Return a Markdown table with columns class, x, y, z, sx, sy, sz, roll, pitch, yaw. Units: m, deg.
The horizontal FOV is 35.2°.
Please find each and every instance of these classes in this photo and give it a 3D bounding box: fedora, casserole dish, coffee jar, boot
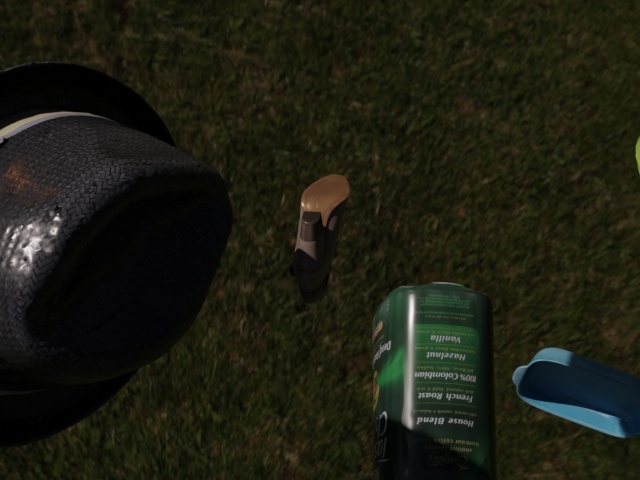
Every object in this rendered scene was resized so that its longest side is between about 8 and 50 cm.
| class | x | y | z | sx | sy | sz | roll | pitch | yaw |
| --- | --- | --- | --- | --- | --- | --- | --- | --- | --- |
| fedora | -0.180 | 0.013 | 0.794 | 0.152 | 0.334 | 0.334 | 5 | 59 | 38 |
| casserole dish | 0.342 | 0.191 | 1.290 | 0.188 | 0.114 | 0.037 | 19 | 51 | 8 |
| coffee jar | 0.074 | 0.128 | 0.669 | 0.079 | 0.096 | 0.184 | 5 | 65 | -8 |
| boot | 0.000 | 0.000 | 0.948 | 0.042 | 0.087 | 0.118 | 10 | 32 | 17 |

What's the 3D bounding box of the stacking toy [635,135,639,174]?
| class | x | y | z | sx | sy | sz | roll | pitch | yaw |
| --- | --- | --- | --- | --- | --- | --- | --- | --- | --- |
| stacking toy | 0.302 | 0.033 | 0.464 | 0.279 | 0.130 | 0.309 | 29 | 37 | -22 |
